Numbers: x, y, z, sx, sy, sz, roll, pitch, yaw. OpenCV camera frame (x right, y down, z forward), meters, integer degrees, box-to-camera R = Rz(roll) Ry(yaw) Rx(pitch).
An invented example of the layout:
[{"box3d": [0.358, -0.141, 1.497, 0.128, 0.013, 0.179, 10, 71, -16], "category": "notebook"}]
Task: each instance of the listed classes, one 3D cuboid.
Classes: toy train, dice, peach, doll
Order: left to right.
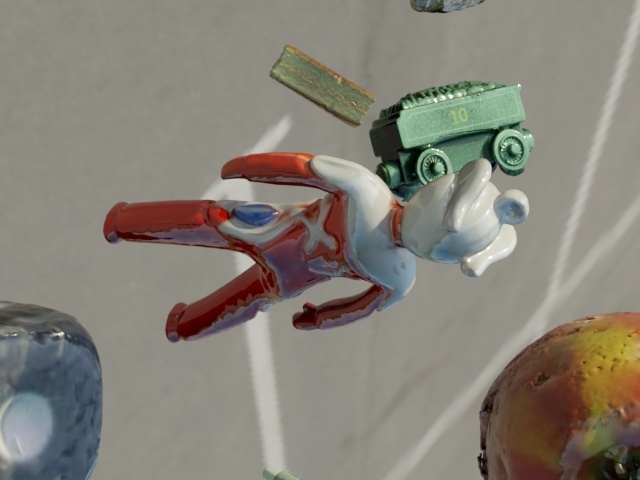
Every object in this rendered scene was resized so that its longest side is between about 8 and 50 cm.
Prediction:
[{"box3d": [-0.318, 0.153, 1.491, 0.182, 0.183, 0.181, 0, 97, -40], "category": "dice"}, {"box3d": [0.000, 0.000, 1.418, 0.188, 0.384, 0.099, 64, 32, -32], "category": "doll"}, {"box3d": [0.121, -0.095, 1.497, 0.172, 0.099, 0.070, -14, 180, -30], "category": "toy train"}, {"box3d": [0.376, 0.248, 2.037, 0.416, 0.353, 0.339, -32, 137, -74], "category": "peach"}]

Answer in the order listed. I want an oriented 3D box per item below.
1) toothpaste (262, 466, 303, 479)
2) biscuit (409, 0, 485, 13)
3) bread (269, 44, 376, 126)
[{"box3d": [0.011, 0.273, 1.599, 0.029, 0.197, 0.048, -52, 138, -13], "category": "toothpaste"}, {"box3d": [0.106, -0.188, 1.134, 0.071, 0.018, 0.147, -49, 166, 26], "category": "biscuit"}, {"box3d": [0.002, -0.136, 1.433, 0.035, 0.094, 0.090, -59, -175, 4], "category": "bread"}]
